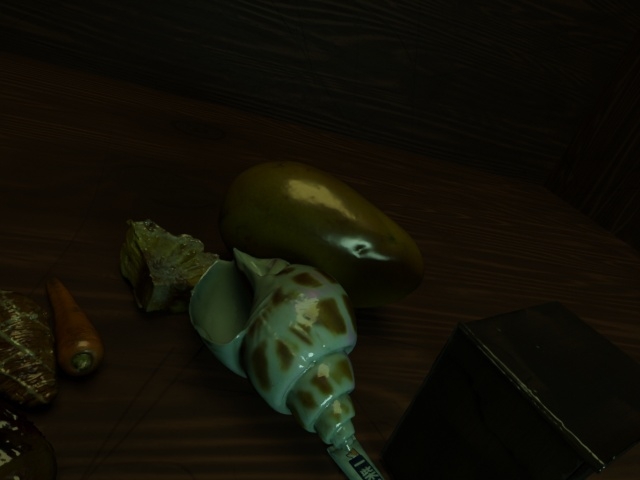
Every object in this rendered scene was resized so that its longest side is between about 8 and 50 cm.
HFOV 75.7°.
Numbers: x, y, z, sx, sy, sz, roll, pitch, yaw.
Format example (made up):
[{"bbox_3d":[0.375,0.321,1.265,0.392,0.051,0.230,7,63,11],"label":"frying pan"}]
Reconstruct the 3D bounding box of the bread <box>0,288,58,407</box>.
[{"bbox_3d":[-0.435,0.133,0.572,0.233,0.076,0.105,38,69,26],"label":"bread"}]

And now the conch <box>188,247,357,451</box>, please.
[{"bbox_3d":[-0.064,0.151,0.662,0.249,0.197,0.368,-21,28,-13],"label":"conch"}]

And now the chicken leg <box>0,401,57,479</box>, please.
[{"bbox_3d":[-0.380,0.258,0.425,0.322,0.083,0.177,29,39,21],"label":"chicken leg"}]

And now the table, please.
[{"bbox_3d":[0.270,0.263,0.570,0.250,0.282,0.196,-2,35,-35],"label":"table"}]

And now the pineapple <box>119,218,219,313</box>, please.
[{"bbox_3d":[-0.285,0.057,0.786,0.236,0.115,0.186,24,28,2],"label":"pineapple"}]

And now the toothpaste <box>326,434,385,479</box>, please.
[{"bbox_3d":[0.087,0.360,0.568,0.056,0.036,0.205,-5,33,-38],"label":"toothpaste"}]

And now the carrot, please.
[{"bbox_3d":[-0.402,0.131,0.659,0.061,0.061,0.256,-7,29,-40],"label":"carrot"}]

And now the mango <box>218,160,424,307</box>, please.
[{"bbox_3d":[0.000,0.000,0.868,0.444,0.300,0.232,21,49,3],"label":"mango"}]
